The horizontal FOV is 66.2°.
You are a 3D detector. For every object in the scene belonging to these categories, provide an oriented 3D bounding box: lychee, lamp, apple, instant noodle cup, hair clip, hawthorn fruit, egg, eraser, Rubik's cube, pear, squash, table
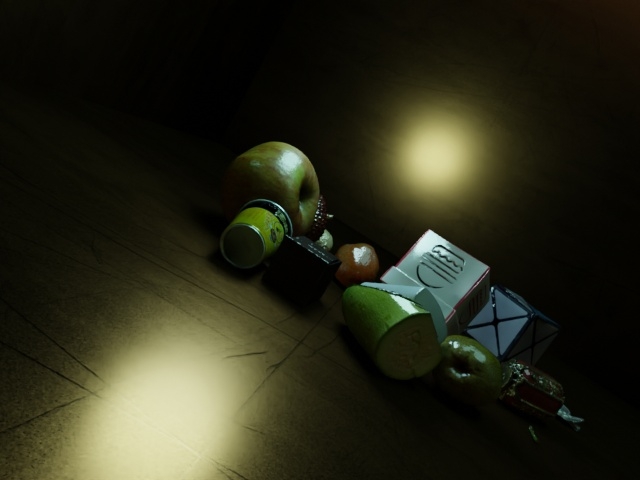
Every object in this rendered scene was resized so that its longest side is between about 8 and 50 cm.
[{"bbox_3d":[-0.094,-0.105,2.207,0.303,0.276,0.276,4,14,-6],"label":"lychee"},{"bbox_3d":[0.760,0.545,1.800,0.273,0.177,0.177,28,11,-18],"label":"lamp"},{"bbox_3d":[-0.198,-0.177,1.878,0.333,0.401,0.400,11,2,22],"label":"apple"},{"bbox_3d":[-0.220,-0.013,1.600,0.215,0.216,0.236,31,18,2],"label":"instant noodle cup"},{"bbox_3d":[0.978,0.699,2.037,0.140,0.054,0.220,10,19,-47],"label":"hair clip"},{"bbox_3d":[0.150,0.129,2.039,0.199,0.199,0.251,27,35,-19],"label":"hawthorn fruit"},{"bbox_3d":[0.000,0.000,2.391,0.116,0.118,0.140,-23,49,-21],"label":"egg"},{"bbox_3d":[0.246,0.227,1.556,0.289,0.104,0.189,-2,-64,56],"label":"eraser"},{"bbox_3d":[0.968,0.440,2.488,0.305,0.310,0.307,22,15,-36],"label":"Rubik's cube"},{"bbox_3d":[0.446,0.401,1.506,0.228,0.188,0.211,40,11,31],"label":"pear"},{"bbox_3d":[0.192,0.244,1.483,0.234,0.210,0.309,66,-4,-30],"label":"squash"},{"bbox_3d":[-0.051,0.089,1.613,0.169,0.173,0.193,33,11,14],"label":"table"}]

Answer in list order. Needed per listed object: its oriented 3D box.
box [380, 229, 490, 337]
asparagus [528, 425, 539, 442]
[{"bbox_3d":[0.471,0.201,1.973,0.314,0.300,0.312,37,-14,33],"label":"box"},{"bbox_3d":[0.700,0.634,1.613,0.015,0.014,0.114,33,10,8],"label":"asparagus"}]
